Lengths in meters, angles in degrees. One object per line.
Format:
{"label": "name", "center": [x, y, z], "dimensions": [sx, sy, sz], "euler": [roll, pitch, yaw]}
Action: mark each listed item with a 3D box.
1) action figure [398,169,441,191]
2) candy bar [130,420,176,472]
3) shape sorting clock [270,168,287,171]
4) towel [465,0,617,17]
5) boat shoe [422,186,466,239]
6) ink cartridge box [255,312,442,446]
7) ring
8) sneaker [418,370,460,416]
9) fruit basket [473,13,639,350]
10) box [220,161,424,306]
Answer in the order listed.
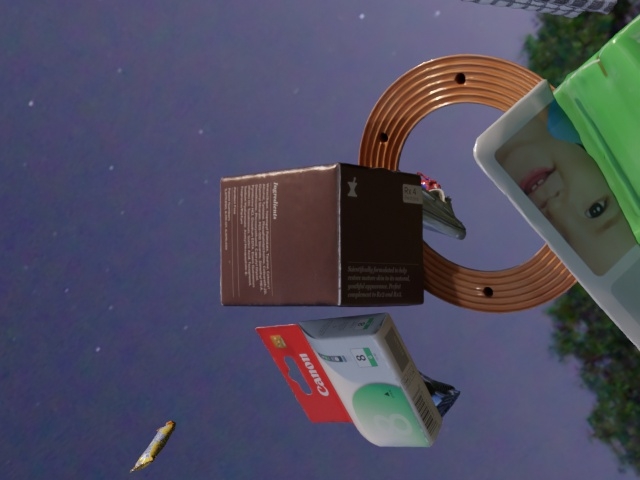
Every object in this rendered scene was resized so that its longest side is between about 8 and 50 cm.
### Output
{"label": "action figure", "center": [0.197, -0.119, 1.968], "dimensions": [0.038, 0.115, 0.030], "euler": [-50, -43, -25]}
{"label": "candy bar", "center": [-0.267, 0.333, 1.566], "dimensions": [0.018, 0.040, 0.161], "euler": [55, -168, -7]}
{"label": "shape sorting clock", "center": [-0.091, -0.063, 1.933], "dimensions": [0.040, 0.206, 0.206], "euler": [71, -166, -50]}
{"label": "towel", "center": [0.179, -0.363, 0.890], "dimensions": [0.235, 0.121, 0.283], "euler": [4, -84, -15]}
{"label": "boat shoe", "center": [0.211, -0.056, 1.760], "dimensions": [0.083, 0.076, 0.226], "euler": [19, 180, 33]}
{"label": "ink cartridge box", "center": [0.026, 0.187, 1.262], "dimensions": [0.181, 0.225, 0.056], "euler": [62, -140, -22]}
{"label": "ring", "center": [0.197, -0.067, 1.208], "dimensions": [0.336, 0.336, 0.032], "euler": [50, -141, 6]}
{"label": "sneaker", "center": [0.163, 0.246, 1.553], "dimensions": [0.090, 0.081, 0.232], "euler": [38, 179, 17]}
{"label": "fruit basket", "center": [0.304, -0.014, 0.494], "dimensions": [0.327, 0.165, 0.353], "euler": [-39, -100, -16]}
{"label": "box", "center": [0.000, 0.000, 1.210], "dimensions": [0.168, 0.203, 0.167], "euler": [4, -95, -48]}
